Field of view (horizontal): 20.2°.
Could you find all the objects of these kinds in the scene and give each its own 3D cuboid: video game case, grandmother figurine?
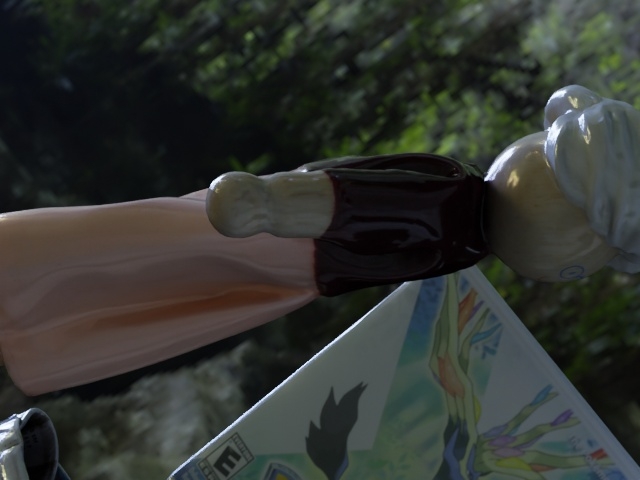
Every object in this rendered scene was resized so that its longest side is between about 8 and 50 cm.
[{"bbox_3d":[0.079,0.211,1.333,0.329,0.300,0.036,53,-175,31],"label":"video game case"},{"bbox_3d":[0.000,0.000,0.829,0.208,0.342,0.104,-44,-55,-82],"label":"grandmother figurine"}]

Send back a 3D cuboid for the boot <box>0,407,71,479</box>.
[{"bbox_3d":[-0.199,0.138,1.013,0.095,0.123,0.258,48,-178,-38],"label":"boot"}]
